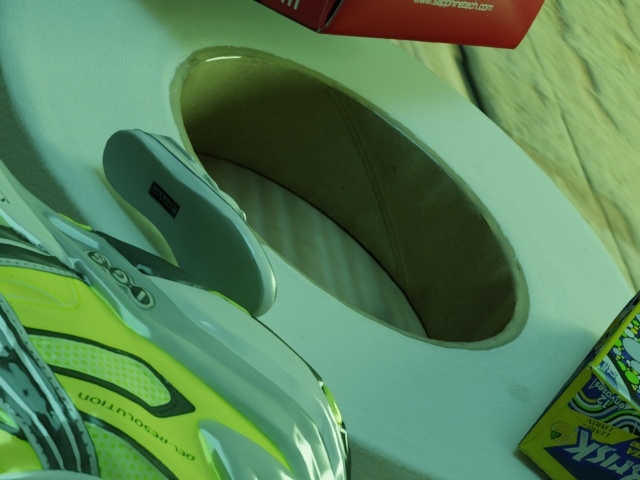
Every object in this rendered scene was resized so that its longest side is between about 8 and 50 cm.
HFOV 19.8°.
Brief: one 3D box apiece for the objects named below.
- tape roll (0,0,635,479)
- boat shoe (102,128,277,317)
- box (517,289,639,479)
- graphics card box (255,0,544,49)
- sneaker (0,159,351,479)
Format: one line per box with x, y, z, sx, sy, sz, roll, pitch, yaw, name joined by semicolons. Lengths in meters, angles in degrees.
0.000;0.000;0.886;0.392;0.072;0.392;30;28;-18;tape roll
-0.045;-0.008;0.727;0.100;0.035;0.035;44;29;27;boat shoe
0.148;0.065;0.827;0.059;0.054;0.169;42;27;7;box
-0.070;-0.217;0.988;0.371;0.094;0.233;31;18;23;graphics card box
-0.153;0.027;0.575;0.385;0.145;0.147;30;27;-12;sneaker
